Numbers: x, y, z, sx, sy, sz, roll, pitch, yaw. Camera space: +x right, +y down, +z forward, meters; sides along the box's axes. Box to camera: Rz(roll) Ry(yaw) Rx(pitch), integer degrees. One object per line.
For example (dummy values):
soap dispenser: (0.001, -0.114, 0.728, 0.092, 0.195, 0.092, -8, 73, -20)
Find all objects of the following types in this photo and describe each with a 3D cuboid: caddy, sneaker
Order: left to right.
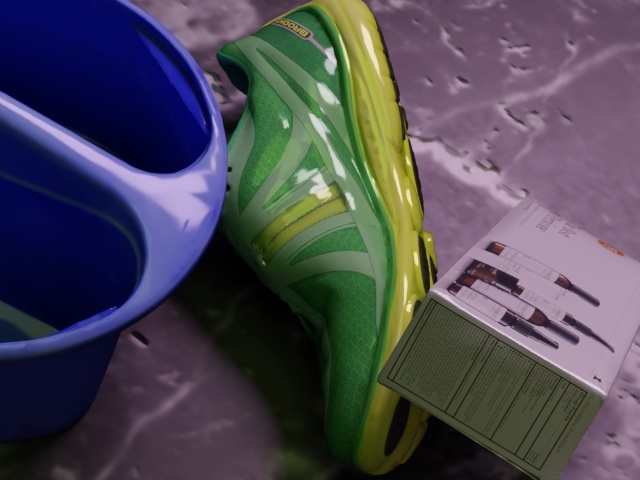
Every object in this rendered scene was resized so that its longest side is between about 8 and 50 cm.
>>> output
caddy: (-0.218, -0.047, 0.890, 0.341, 0.179, 0.241, 22, 59, 3)
sneaker: (0.000, 0.000, 0.959, 0.123, 0.109, 0.296, -13, 61, 9)

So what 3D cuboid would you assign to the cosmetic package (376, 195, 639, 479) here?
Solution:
cosmetic package: (0.114, 0.043, 0.884, 0.099, 0.060, 0.239, 33, 20, 8)
